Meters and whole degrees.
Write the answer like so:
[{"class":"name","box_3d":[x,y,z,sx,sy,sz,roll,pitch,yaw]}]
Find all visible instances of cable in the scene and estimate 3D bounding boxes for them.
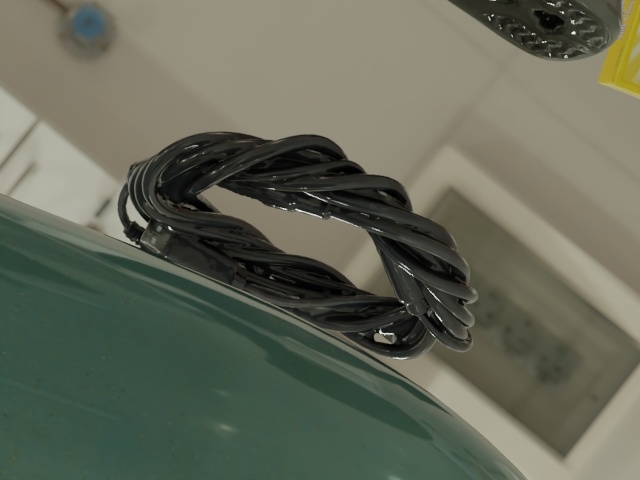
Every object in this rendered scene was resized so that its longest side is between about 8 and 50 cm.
[{"class":"cable","box_3d":[0.000,0.000,0.873,0.184,0.047,0.150,28,151,-15]}]

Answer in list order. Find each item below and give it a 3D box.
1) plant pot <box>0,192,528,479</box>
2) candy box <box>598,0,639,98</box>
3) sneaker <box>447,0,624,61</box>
[{"class":"plant pot","box_3d":[-0.056,0.144,0.568,0.235,0.293,0.293,15,176,4]},{"class":"candy box","box_3d":[0.315,-0.217,1.617,0.105,0.206,0.027,17,-179,-29]},{"class":"sneaker","box_3d":[0.069,-0.199,0.955,0.227,0.130,0.087,29,147,-21]}]
